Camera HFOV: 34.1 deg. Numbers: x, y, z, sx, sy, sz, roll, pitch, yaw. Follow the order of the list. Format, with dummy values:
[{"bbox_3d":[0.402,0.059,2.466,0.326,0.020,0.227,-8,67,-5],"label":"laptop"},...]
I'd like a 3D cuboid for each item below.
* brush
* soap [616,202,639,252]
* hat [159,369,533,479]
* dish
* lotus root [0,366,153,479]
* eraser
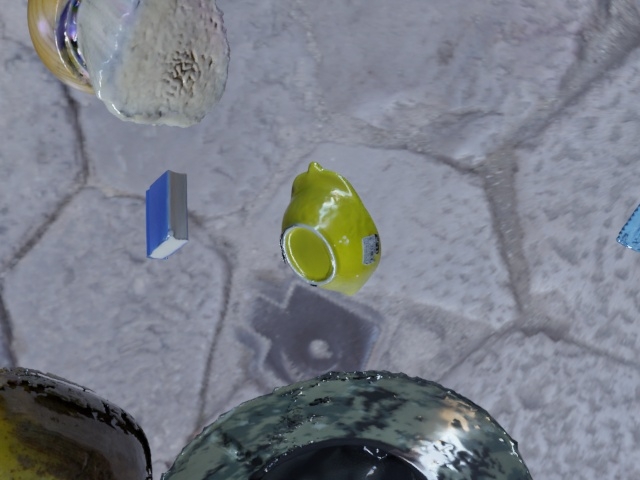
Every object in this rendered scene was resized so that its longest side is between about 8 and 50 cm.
[{"bbox_3d":[-0.174,-0.260,1.054,0.166,0.174,0.266,27,102,42],"label":"brush"},{"bbox_3d":[0.383,-0.097,0.877,0.293,0.156,0.077,-39,68,-17],"label":"soap"},{"bbox_3d":[0.003,0.188,0.679,0.266,0.128,0.265,-1,101,-6],"label":"hat"},{"bbox_3d":[0.000,0.000,1.440,0.149,0.080,0.207,-3,115,37],"label":"dish"},{"bbox_3d":[-0.342,0.271,1.289,0.179,0.397,0.195,0,69,30],"label":"lotus root"},{"bbox_3d":[-0.173,-0.028,1.165,0.063,0.027,0.084,-33,54,48],"label":"eraser"}]
